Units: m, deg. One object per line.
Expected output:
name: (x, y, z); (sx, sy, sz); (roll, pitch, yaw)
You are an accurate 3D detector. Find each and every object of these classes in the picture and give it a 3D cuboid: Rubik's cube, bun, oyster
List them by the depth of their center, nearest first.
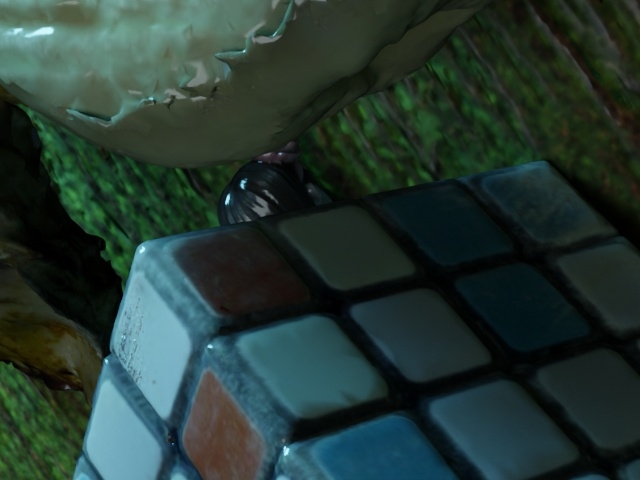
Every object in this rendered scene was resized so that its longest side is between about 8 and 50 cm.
bun: (-0.043, -0.213, 0.744); (0.359, 0.211, 0.360); (7, 103, 33)
Rubik's cube: (0.052, 0.146, 0.788); (0.256, 0.259, 0.253); (48, 137, 32)
oyster: (-0.194, 0.011, 0.969); (0.221, 0.096, 0.361); (12, 154, 23)

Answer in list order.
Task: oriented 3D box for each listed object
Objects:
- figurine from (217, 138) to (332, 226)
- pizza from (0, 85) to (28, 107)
figurine: (0.000, 0.000, 0.922); (0.129, 0.054, 0.072); (41, 126, 9)
pizza: (-0.241, -0.159, 0.911); (0.287, 0.280, 0.075); (43, 112, 53)
